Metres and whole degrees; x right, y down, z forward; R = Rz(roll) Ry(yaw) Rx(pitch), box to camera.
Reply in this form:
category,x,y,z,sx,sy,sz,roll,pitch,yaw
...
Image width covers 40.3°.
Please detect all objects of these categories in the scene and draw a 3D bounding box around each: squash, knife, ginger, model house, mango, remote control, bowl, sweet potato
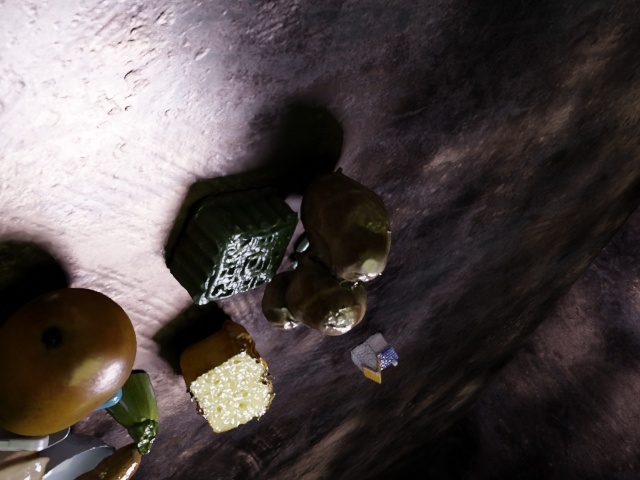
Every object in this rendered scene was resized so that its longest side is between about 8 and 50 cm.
category,x,y,z,sx,sy,sz,roll,pitch,yaw
squash,-0.333,0.323,1.613,0.105,0.132,0.105,-30,154,-17
knife,-0.457,0.321,1.524,0.244,0.058,0.032,-32,155,-19
ginger,0.011,0.043,1.483,0.155,0.244,0.304,15,109,-39
model house,0.150,0.316,2.314,0.100,0.100,0.088,-36,154,-12
mango,-0.388,0.189,1.285,0.211,0.173,0.317,-24,162,-37
remote control,-0.525,0.290,1.288,0.245,0.077,0.022,10,92,-32
bowl,-0.476,0.407,1.605,0.189,0.086,0.189,-33,156,-17
sweet potato,-0.406,0.440,1.584,0.226,0.068,0.068,-31,153,-20

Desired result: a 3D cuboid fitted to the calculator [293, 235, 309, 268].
category,x,y,z,sx,sy,sz,roll,pitch,yaw
calculator,0.000,0.000,1.683,0.153,0.021,0.095,-46,154,9

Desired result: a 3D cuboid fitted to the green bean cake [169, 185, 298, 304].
category,x,y,z,sx,sy,sz,roll,pitch,yaw
green bean cake,-0.137,0.011,1.423,0.181,0.094,0.173,-15,144,-44

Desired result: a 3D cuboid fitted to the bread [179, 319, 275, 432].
category,x,y,z,sx,sy,sz,roll,pitch,yaw
bread,-0.187,0.252,1.698,0.160,0.147,0.261,-28,147,-6

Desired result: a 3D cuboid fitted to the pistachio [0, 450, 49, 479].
category,x,y,z,sx,sy,sz,roll,pitch,yaw
pistachio,-0.566,0.385,1.348,0.293,0.162,0.181,-18,162,-39
